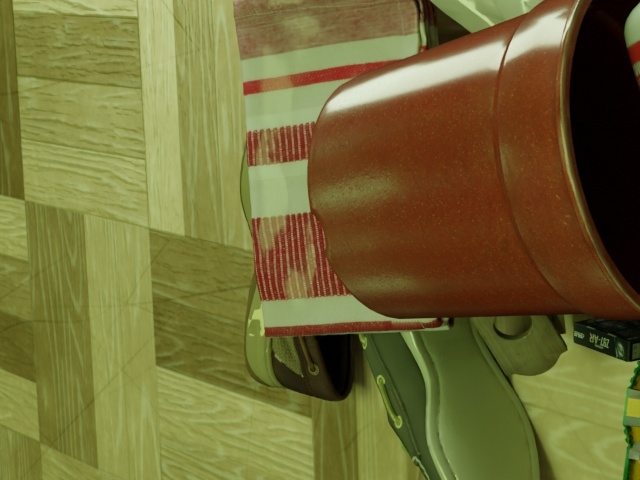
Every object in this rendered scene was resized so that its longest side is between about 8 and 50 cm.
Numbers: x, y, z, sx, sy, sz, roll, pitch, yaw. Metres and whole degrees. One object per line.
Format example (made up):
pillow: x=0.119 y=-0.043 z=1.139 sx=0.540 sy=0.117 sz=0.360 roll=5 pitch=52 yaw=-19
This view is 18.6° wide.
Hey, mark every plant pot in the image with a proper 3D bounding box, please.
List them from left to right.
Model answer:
plant pot: x=0.151 y=-0.054 z=1.482 sx=0.265 sy=0.272 sz=0.272 roll=-10 pitch=89 yaw=40

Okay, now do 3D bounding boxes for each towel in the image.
towel: x=0.016 y=-0.077 z=1.786 sx=0.237 sy=0.037 sz=0.329 roll=-5 pitch=89 yaw=43

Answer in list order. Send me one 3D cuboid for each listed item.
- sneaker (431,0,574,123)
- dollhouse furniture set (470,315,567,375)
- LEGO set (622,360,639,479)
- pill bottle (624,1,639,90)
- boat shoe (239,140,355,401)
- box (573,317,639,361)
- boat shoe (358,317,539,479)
sneaker: x=0.178 y=-0.244 z=1.619 sx=0.292 sy=0.108 sz=0.169 roll=47 pitch=133 yaw=27
dollhouse furniture set: x=0.210 y=0.007 z=1.676 sx=0.101 sy=0.161 sz=0.182 roll=57 pitch=-161 yaw=-26
LEGO set: x=0.331 y=0.197 z=1.347 sx=0.192 sy=0.331 sz=0.255 roll=7 pitch=82 yaw=25
pill bottle: x=0.302 y=-0.104 z=1.330 sx=0.161 sy=0.161 sz=0.283 roll=-21 pitch=86 yaw=56
boat shoe: x=0.000 y=0.000 z=1.931 sx=0.123 sy=0.123 sz=0.342 roll=19 pitch=114 yaw=38
box: x=0.257 y=0.076 z=1.580 sx=0.067 sy=0.083 sz=0.018 roll=19 pitch=112 yaw=53
boat shoe: x=0.112 y=0.149 z=1.796 sx=0.091 sy=0.109 sz=0.305 roll=-52 pitch=49 yaw=48
